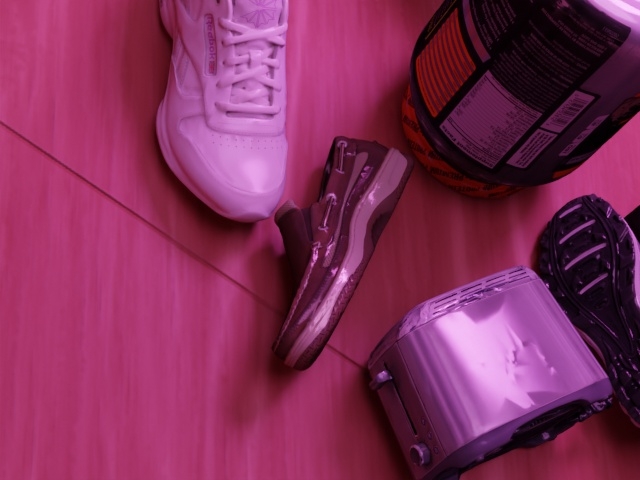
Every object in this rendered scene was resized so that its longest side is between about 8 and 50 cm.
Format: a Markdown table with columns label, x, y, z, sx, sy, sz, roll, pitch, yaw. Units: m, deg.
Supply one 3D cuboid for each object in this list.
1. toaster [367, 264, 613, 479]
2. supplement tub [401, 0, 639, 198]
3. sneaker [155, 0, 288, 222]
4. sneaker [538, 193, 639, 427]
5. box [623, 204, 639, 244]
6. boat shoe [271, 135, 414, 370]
| label | x | y | z | sx | sy | sz | roll | pitch | yaw |
| --- | --- | --- | --- | --- | --- | --- | --- | --- | --- |
| toaster | 0.153 | 0.118 | 1.390 | 0.227 | 0.129 | 0.146 | -20 | 72 | -30 |
| supplement tub | 0.213 | -0.183 | 1.434 | 0.207 | 0.338 | 0.207 | 9 | 63 | -18 |
| sneaker | -0.085 | -0.167 | 1.417 | 0.114 | 0.152 | 0.305 | -1 | 68 | -24 |
| sneaker | 0.298 | 0.077 | 1.498 | 0.108 | 0.100 | 0.271 | 25 | 36 | -57 |
| box | 0.453 | 0.036 | 1.393 | 0.097 | 0.395 | 0.318 | -13 | 72 | -26 |
| boat shoe | -0.002 | 0.005 | 1.410 | 0.095 | 0.095 | 0.257 | 27 | 49 | 1 |
